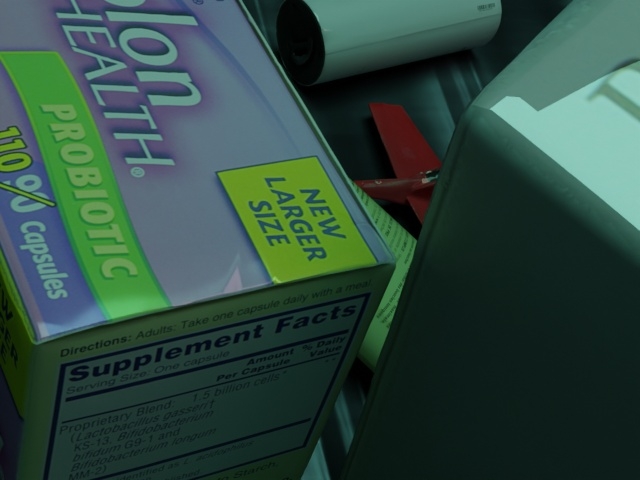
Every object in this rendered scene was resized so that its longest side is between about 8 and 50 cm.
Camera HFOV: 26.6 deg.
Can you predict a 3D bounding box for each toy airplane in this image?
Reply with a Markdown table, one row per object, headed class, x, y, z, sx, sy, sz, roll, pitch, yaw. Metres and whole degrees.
| class | x | y | z | sx | sy | sz | roll | pitch | yaw |
| --- | --- | --- | --- | --- | --- | --- | --- | --- | --- |
| toy airplane | 0.042 | -0.029 | 0.753 | 0.151 | 0.028 | 0.151 | 9 | 49 | -11 |

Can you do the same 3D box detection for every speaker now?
| class | x | y | z | sx | sy | sz | roll | pitch | yaw |
| --- | --- | --- | --- | --- | --- | --- | --- | --- | --- |
| speaker | 0.042 | -0.133 | 0.826 | 0.136 | 0.055 | 0.055 | -17 | 57 | -29 |

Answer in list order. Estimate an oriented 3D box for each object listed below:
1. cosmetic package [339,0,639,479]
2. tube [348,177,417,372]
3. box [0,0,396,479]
| class | x | y | z | sx | sy | sz | roll | pitch | yaw |
| --- | --- | --- | --- | --- | --- | --- | --- | --- | --- |
| cosmetic package | 0.266 | 0.059 | 0.503 | 0.393 | 0.327 | 0.329 | 38 | 64 | 15 |
| tube | 0.000 | 0.000 | 0.666 | 0.240 | 0.062 | 0.070 | 42 | 88 | -13 |
| box | -0.098 | 0.014 | 0.525 | 0.117 | 0.243 | 0.213 | -12 | 55 | -27 |
